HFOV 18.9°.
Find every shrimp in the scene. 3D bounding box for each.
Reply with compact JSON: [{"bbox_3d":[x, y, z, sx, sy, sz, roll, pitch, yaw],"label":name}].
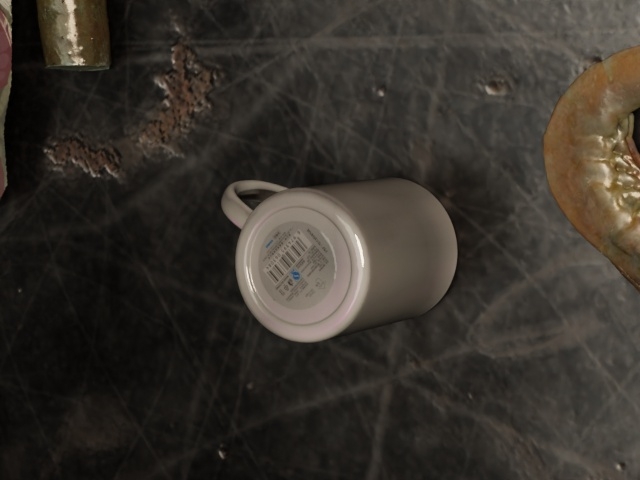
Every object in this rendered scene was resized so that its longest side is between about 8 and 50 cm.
[{"bbox_3d":[0.233,-0.023,1.167,0.152,0.046,0.219,-44,76,31],"label":"shrimp"}]

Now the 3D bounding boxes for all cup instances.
[{"bbox_3d":[0.002,0.011,1.251,0.136,0.133,0.099,1,96,29],"label":"cup"}]

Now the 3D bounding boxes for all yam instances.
[{"bbox_3d":[-0.177,-0.185,1.364,0.054,0.054,0.132,1,100,29],"label":"yam"}]

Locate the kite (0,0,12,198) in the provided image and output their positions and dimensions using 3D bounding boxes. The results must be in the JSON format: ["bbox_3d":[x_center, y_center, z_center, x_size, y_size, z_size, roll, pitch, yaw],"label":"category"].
[{"bbox_3d":[-0.275,-0.199,1.396,0.204,0.022,0.360,33,122,29],"label":"kite"}]
